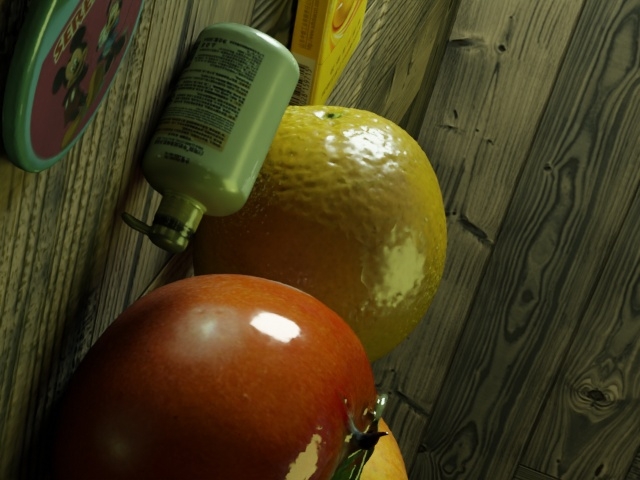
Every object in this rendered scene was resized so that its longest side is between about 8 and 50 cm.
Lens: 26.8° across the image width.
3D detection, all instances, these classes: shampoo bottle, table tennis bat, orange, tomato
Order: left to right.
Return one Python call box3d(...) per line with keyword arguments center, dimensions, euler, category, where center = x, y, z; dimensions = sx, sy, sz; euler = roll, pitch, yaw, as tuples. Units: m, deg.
box3d(center=(-0.119, -0.125, 0.650), dimensions=(0.244, 0.040, 0.153), euler=(106, 7, -65), category="table tennis bat")
box3d(center=(-0.077, -0.067, 0.937), dimensions=(0.079, 0.079, 0.162), euler=(87, 24, -73), category="shampoo bottle")
box3d(center=(-0.074, 0.148, 0.978), dimensions=(0.256, 0.224, 0.256), euler=(24, 90, -81), category="tomato")
box3d(center=(0.000, 0.000, 1.155), dimensions=(0.236, 0.236, 0.236), euler=(20, 90, -83), category="orange")

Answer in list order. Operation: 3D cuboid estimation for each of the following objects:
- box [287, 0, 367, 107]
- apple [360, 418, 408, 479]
box3d(center=(0.017, -0.248, 1.296), dimensions=(0.269, 0.043, 0.152), euler=(102, 11, -53), category="box")
box3d(center=(-0.047, 0.258, 1.339), dimensions=(0.299, 0.275, 0.299), euler=(15, 90, -85), category="apple")
